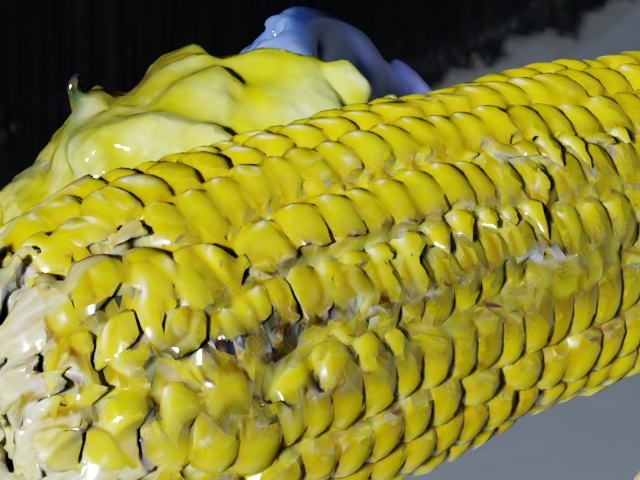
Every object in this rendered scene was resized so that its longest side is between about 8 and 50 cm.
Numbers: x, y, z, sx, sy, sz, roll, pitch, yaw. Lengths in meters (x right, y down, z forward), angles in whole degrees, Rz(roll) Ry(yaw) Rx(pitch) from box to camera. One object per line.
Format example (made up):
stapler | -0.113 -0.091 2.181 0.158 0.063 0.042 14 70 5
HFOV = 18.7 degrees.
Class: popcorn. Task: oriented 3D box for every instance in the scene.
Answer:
popcorn | -0.068 0.014 0.844 0.266 0.192 0.233 -36 14 -19

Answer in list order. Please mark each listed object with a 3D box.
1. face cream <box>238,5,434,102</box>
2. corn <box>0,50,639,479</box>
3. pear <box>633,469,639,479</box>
face cream | 0.000 0.000 1.263 0.249 0.225 0.249 39 17 -14
corn | 0.023 0.010 0.555 0.318 0.115 0.115 -19 48 -34
pear | 0.389 0.153 1.162 0.340 0.386 0.191 -39 98 -25
